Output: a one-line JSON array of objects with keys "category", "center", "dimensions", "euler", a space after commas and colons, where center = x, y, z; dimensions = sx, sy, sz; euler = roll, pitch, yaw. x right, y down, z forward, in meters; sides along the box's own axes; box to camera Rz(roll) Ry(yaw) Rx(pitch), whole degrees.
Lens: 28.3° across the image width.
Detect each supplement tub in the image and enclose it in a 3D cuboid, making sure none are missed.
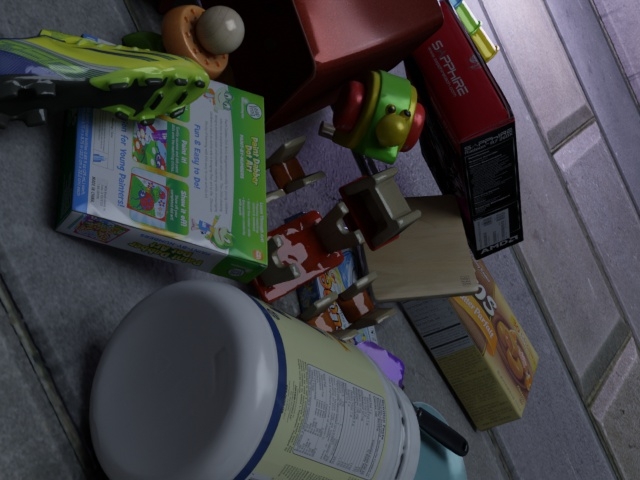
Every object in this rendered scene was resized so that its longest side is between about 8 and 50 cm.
[{"category": "supplement tub", "center": [-0.060, 0.195, 1.368], "dimensions": [0.325, 0.235, 0.235], "euler": [30, 46, -48]}]

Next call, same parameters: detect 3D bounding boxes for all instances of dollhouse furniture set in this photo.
[{"category": "dollhouse furniture set", "center": [0.000, 0.000, 1.695], "dimensions": [0.259, 0.135, 0.262], "euler": [-27, 88, -39]}]

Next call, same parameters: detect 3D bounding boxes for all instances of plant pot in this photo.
[{"category": "plant pot", "center": [0.006, -0.321, 1.719], "dimensions": [0.236, 0.267, 0.267], "euler": [-15, 82, -26]}]

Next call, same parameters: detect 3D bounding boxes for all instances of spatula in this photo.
[{"category": "spatula", "center": [0.133, 0.238, 1.816], "dimensions": [0.296, 0.030, 0.084], "euler": [43, 56, -40]}]

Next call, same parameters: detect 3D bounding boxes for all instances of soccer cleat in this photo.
[{"category": "soccer cleat", "center": [-0.253, -0.190, 1.383], "dimensions": [0.289, 0.093, 0.121], "euler": [-6, 58, -36]}]

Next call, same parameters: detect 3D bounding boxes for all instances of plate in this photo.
[{"category": "plate", "center": [0.159, 0.329, 1.858], "dimensions": [0.188, 0.024, 0.188], "euler": [38, 40, -40]}]

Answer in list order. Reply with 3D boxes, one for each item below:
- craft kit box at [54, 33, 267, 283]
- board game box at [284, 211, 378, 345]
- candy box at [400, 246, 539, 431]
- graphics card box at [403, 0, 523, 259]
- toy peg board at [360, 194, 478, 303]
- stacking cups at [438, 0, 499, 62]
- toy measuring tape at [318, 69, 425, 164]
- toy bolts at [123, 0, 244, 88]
[{"category": "craft kit box", "center": [-0.179, -0.095, 1.477], "dimensions": [0.247, 0.061, 0.250], "euler": [16, 54, -27]}, {"category": "board game box", "center": [0.017, 0.069, 1.790], "dimensions": [0.136, 0.035, 0.201], "euler": [18, 55, -54]}, {"category": "candy box", "center": [0.234, 0.126, 2.056], "dimensions": [0.316, 0.087, 0.183], "euler": [57, 30, -15]}, {"category": "graphics card box", "center": [0.215, -0.155, 1.907], "dimensions": [0.371, 0.094, 0.233], "euler": [67, -1, -62]}, {"category": "toy peg board", "center": [0.131, 0.024, 1.881], "dimensions": [0.161, 0.079, 0.160], "euler": [-4, 65, -15]}, {"category": "stacking cups", "center": [0.222, -0.472, 2.475], "dimensions": [0.316, 0.096, 0.096], "euler": [51, 32, -17]}, {"category": "toy measuring tape", "center": [0.064, -0.175, 1.718], "dimensions": [0.121, 0.121, 0.330], "euler": [59, -5, -14]}, {"category": "toy bolts", "center": [-0.146, -0.296, 1.645], "dimensions": [0.218, 0.158, 0.228], "euler": [9, 63, -57]}]
